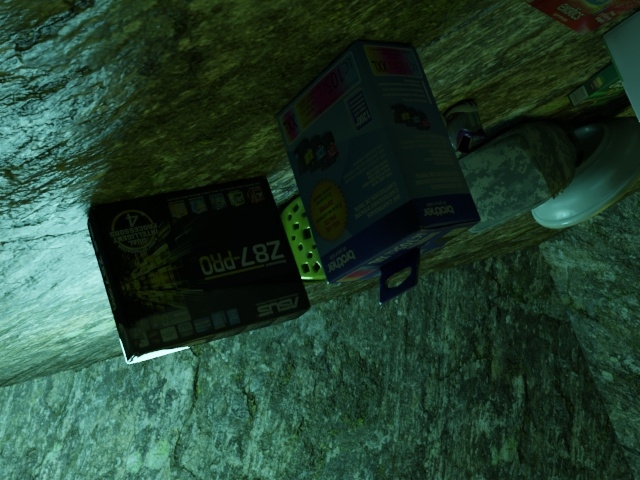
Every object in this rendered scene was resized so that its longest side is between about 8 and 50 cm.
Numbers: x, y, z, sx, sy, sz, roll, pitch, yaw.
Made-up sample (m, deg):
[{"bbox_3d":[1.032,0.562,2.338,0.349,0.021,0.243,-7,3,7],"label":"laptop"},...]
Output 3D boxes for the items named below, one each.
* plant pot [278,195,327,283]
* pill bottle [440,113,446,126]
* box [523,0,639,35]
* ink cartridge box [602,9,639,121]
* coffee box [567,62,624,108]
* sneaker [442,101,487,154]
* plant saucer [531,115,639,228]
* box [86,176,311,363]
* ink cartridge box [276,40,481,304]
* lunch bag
[{"bbox_3d":[0.000,0.000,2.078,0.207,0.227,0.228,-20,169,32],"label":"plant pot"},{"bbox_3d":[0.234,-0.244,1.776,0.043,0.043,0.083,-9,163,-40],"label":"pill bottle"},{"bbox_3d":[0.356,-0.392,1.130,0.122,0.128,0.256,-28,165,33],"label":"box"},{"bbox_3d":[0.738,-0.360,1.659,0.278,0.202,0.117,-10,165,-36],"label":"ink cartridge box"},{"bbox_3d":[0.683,-0.372,1.899,0.113,0.041,0.184,-11,165,-31],"label":"coffee box"},{"bbox_3d":[0.281,-0.220,1.818,0.083,0.098,0.223,-11,165,-32],"label":"sneaker"},{"bbox_3d":[0.719,-0.213,2.210,0.400,0.100,0.400,-42,-162,17],"label":"plant saucer"},{"bbox_3d":[-0.252,0.053,1.691,0.394,0.318,0.097,-12,166,-27],"label":"box"},{"bbox_3d":[0.097,-0.098,1.383,0.151,0.396,0.270,-9,164,-38],"label":"ink cartridge box"},{"bbox_3d":[0.508,-0.179,2.123,0.305,0.213,0.256,-30,-179,41],"label":"lunch bag"}]
